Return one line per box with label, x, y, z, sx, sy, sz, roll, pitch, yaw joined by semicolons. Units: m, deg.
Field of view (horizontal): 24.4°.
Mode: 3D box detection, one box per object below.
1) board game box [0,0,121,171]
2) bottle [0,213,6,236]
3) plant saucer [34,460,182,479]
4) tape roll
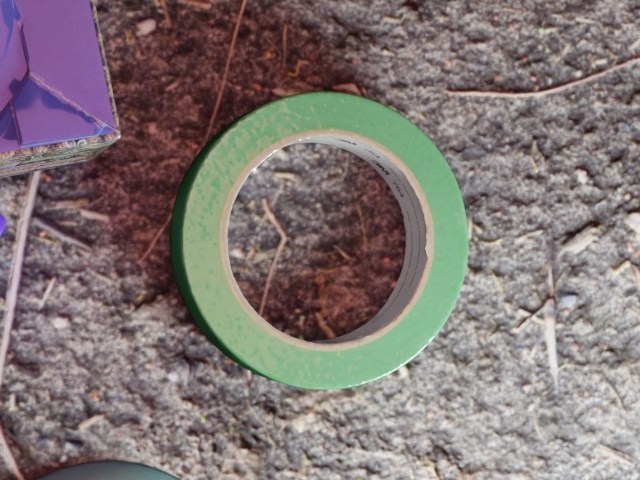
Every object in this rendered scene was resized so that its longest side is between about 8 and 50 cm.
board game box;-0.297;-0.186;1.426;0.141;0.291;0.232;-11;91;-14
bottle;-0.458;-0.047;1.473;0.283;0.092;0.118;33;51;-12
plant saucer;-0.225;0.393;1.561;0.317;0.043;0.318;1;88;-16
tape roll;0.000;0.000;1.616;0.321;0.077;0.321;0;88;-15
